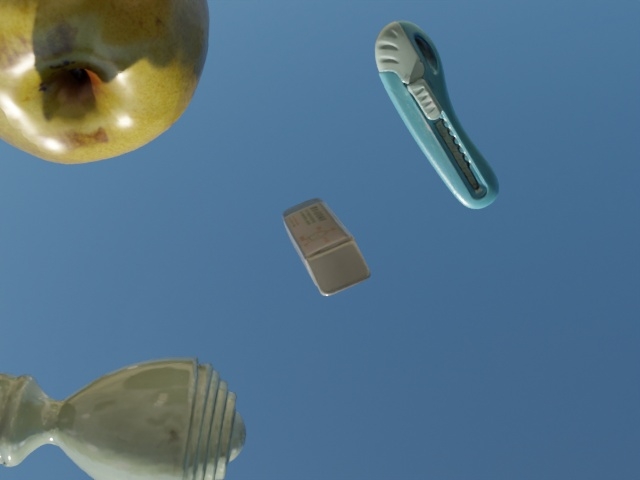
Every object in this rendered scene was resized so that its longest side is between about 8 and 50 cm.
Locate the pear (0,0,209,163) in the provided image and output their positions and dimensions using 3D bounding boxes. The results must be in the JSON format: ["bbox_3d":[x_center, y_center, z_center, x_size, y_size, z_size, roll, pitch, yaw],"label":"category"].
[{"bbox_3d":[-0.188,-0.167,0.579,0.209,0.208,0.208,-15,-139,14],"label":"pear"}]

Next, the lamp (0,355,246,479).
[{"bbox_3d":[-0.148,0.128,0.537,0.193,0.106,0.106,7,-138,-8],"label":"lamp"}]

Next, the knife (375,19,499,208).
[{"bbox_3d":[0.122,-0.122,0.785,0.064,0.222,0.031,-33,-158,3],"label":"knife"}]

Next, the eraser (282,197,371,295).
[{"bbox_3d":[0.000,0.000,1.303,0.089,0.061,0.352,-24,-161,-3],"label":"eraser"}]
